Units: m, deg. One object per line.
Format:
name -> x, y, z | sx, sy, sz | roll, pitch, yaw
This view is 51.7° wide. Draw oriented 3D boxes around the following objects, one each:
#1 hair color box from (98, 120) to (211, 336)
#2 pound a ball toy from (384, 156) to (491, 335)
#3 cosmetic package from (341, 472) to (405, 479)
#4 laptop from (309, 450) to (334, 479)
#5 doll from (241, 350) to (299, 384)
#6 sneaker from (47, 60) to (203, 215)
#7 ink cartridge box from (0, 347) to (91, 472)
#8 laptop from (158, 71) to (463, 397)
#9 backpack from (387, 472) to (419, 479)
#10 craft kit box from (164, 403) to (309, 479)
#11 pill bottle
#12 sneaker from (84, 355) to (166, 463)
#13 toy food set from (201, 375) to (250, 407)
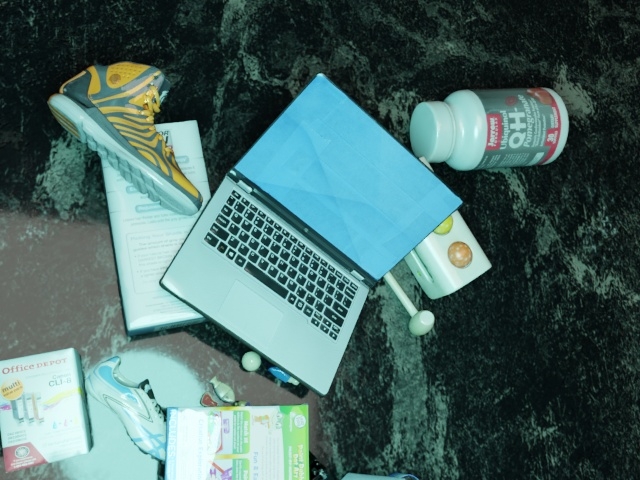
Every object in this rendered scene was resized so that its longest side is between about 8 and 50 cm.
hair color box -> -0.298, -0.025, 1.239 | 0.185, 0.113, 0.375 | -8, 80, -19
pound a ball toy -> 0.213, 0.010, 1.374 | 0.208, 0.136, 0.319 | -29, 86, -21
cosmetic package -> 0.096, 0.545, 1.181 | 0.117, 0.085, 0.231 | -2, 90, 22
laptop -> -0.093, 0.498, 1.223 | 0.234, 0.137, 0.264 | -39, 64, -22
doll -> -0.061, 0.217, 1.286 | 0.188, 0.046, 0.129 | -11, 79, -20
sneaker -> -0.298, -0.198, 1.156 | 0.321, 0.124, 0.180 | 41, 69, -3
ink cartridge box -> -0.461, 0.279, 1.104 | 0.128, 0.127, 0.176 | -9, 78, -18
laptop -> 0.000, 0.000, 1.193 | 0.382, 0.236, 0.408 | 38, 56, -19
backpack -> 0.154, 0.505, 1.257 | 0.105, 0.084, 0.114 | -29, 91, -22
craft kit box -> -0.142, 0.407, 1.125 | 0.246, 0.061, 0.250 | 3, 75, -13
pill bottle -> 0.367, -0.246, 1.464 | 0.318, 0.176, 0.177 | -6, 78, -18
sneaker -> -0.310, 0.304, 1.164 | 0.086, 0.085, 0.237 | -45, 91, -3
toy food set -> -0.174, 0.317, 1.228 | 0.122, 0.019, 0.078 | 37, 67, 5
